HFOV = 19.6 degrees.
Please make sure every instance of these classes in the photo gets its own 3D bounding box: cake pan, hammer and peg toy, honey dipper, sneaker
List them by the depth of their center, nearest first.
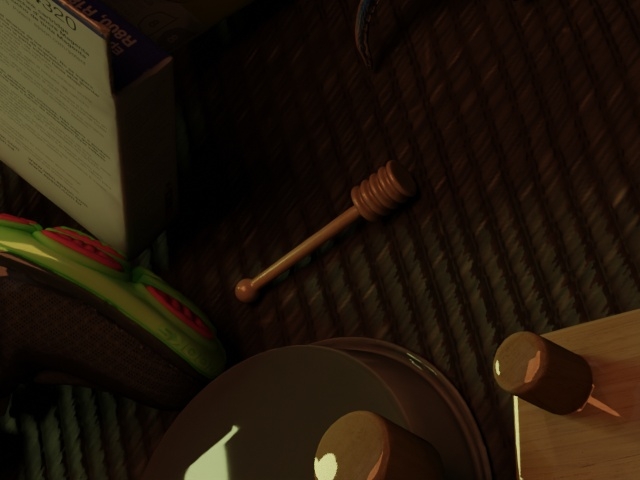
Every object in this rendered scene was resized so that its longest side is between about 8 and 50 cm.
[{"bbox_3d":[0.174,0.166,0.996,0.361,0.127,0.266,-19,60,34],"label":"hammer and peg toy"},{"bbox_3d":[-0.021,0.195,1.205,0.293,0.054,0.293,-20,57,34],"label":"cake pan"},{"bbox_3d":[0.000,0.000,1.302,0.160,0.030,0.030,-38,49,27],"label":"honey dipper"},{"bbox_3d":[-0.302,0.074,1.341,0.482,0.185,0.202,7,88,9],"label":"sneaker"}]

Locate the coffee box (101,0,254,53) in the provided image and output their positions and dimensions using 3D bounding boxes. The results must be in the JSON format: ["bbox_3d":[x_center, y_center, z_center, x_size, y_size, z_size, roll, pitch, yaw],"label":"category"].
[{"bbox_3d":[-0.105,-0.416,1.357,0.334,0.337,0.338,-29,52,19],"label":"coffee box"}]

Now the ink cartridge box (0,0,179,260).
[{"bbox_3d":[-0.238,-0.166,1.310,0.324,0.330,0.071,38,67,13],"label":"ink cartridge box"}]

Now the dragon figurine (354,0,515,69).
[{"bbox_3d":[0.124,-0.223,1.259,0.289,0.085,0.144,-51,45,8],"label":"dragon figurine"}]

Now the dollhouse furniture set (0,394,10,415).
[{"bbox_3d":[-0.379,-0.058,1.505,0.174,0.355,0.303,-94,20,-84],"label":"dollhouse furniture set"}]
